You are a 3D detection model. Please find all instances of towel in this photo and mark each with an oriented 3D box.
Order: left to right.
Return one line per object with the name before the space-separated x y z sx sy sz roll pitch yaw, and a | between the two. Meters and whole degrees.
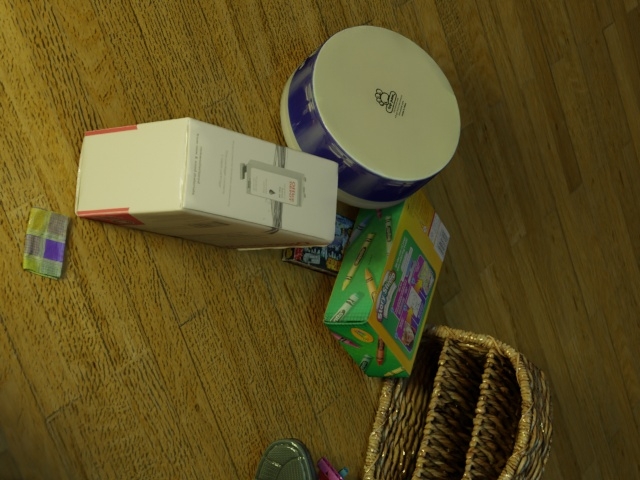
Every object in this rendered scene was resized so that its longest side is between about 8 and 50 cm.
towel | -0.340 0.002 1.571 0.060 0.009 0.083 23 69 -46

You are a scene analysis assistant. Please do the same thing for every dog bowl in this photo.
dog bowl | 0.078 -0.188 1.923 0.264 0.104 0.265 13 62 -26

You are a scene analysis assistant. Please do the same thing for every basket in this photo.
basket | 0.233 0.300 2.040 0.223 0.213 0.299 40 57 -40

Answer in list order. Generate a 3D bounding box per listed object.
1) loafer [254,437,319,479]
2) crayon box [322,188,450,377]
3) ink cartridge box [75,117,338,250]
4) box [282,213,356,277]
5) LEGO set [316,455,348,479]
loafer | -0.041 0.410 1.825 0.084 0.096 0.268 -13 104 -68
crayon box | 0.109 0.055 1.997 0.165 0.081 0.279 53 46 -43
ink cartridge box | -0.143 -0.066 1.654 0.283 0.207 0.117 13 78 -48
box | 0.000 0.000 1.946 0.137 0.027 0.094 18 74 -47
LEGO set | 0.045 0.433 1.908 0.227 0.093 0.087 50 9 1
